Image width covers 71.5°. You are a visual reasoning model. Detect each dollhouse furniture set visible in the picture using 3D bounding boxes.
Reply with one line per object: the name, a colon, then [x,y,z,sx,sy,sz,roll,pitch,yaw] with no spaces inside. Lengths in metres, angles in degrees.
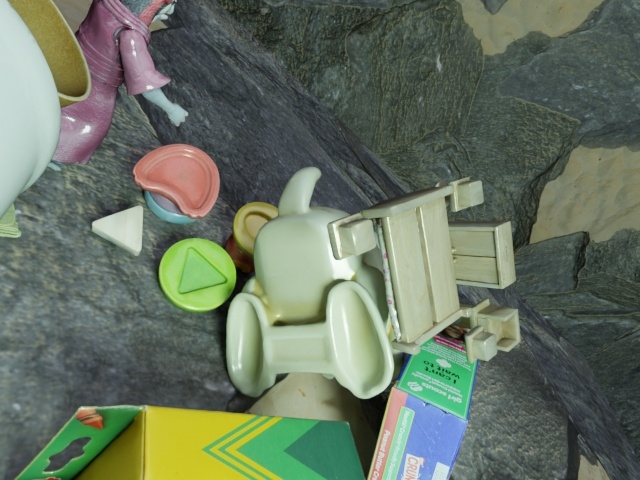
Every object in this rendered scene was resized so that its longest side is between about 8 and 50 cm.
dollhouse furniture set: [0.132,0.076,0.684,0.355,0.173,0.304,-19,104,-38]

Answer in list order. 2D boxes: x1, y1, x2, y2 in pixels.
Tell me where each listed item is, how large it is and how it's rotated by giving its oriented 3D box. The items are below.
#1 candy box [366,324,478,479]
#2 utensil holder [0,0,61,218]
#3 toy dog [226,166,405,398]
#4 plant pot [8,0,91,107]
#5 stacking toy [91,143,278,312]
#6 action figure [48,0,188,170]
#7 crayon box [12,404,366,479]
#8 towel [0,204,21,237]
candy box: [0.188,0.313,0.794,0.122,0.269,0.317,18,19,17]
utensil holder: [-0.424,-0.035,0.296,0.327,0.327,0.386,31,37,-29]
toy dog: [0.033,0.084,0.849,0.407,0.284,0.396,2,70,-63]
plant pot: [-0.462,-0.217,0.523,0.237,0.254,0.237,63,4,-8]
stacking toy: [-0.244,-0.006,0.844,0.309,0.130,0.280,41,53,-6]
action figure: [-0.366,-0.305,0.719,0.275,0.370,0.248,7,48,-55]
crayon box: [-0.132,0.263,0.470,0.318,0.202,0.081,23,35,-38]
towel: [-0.473,-0.066,0.596,0.148,0.027,0.110,58,18,23]
